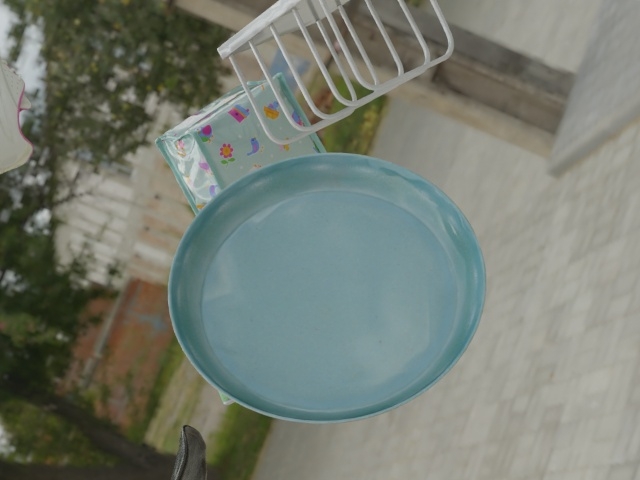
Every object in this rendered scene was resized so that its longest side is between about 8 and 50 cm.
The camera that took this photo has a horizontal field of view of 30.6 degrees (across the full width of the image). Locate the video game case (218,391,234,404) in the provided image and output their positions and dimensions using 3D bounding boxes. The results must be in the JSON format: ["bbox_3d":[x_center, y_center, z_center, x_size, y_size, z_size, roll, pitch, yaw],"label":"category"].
[{"bbox_3d":[-0.091,0.114,1.746,0.212,0.193,0.023,-28,-11,14],"label":"video game case"}]

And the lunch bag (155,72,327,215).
[{"bbox_3d":[-0.109,-0.111,1.940,0.223,0.262,0.160,-39,21,-30],"label":"lunch bag"}]

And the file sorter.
[{"bbox_3d":[0.026,-0.270,1.650,0.193,0.173,0.277,-29,4,-32],"label":"file sorter"}]

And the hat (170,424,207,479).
[{"bbox_3d":[-0.075,0.346,1.154,0.331,0.134,0.331,-1,-90,-89],"label":"hat"}]

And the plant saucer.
[{"bbox_3d":[0.007,0.048,1.183,0.044,0.317,0.318,83,-159,-56],"label":"plant saucer"}]

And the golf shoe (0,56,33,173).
[{"bbox_3d":[-0.487,-0.234,1.653,0.115,0.140,0.306,-15,82,53],"label":"golf shoe"}]
